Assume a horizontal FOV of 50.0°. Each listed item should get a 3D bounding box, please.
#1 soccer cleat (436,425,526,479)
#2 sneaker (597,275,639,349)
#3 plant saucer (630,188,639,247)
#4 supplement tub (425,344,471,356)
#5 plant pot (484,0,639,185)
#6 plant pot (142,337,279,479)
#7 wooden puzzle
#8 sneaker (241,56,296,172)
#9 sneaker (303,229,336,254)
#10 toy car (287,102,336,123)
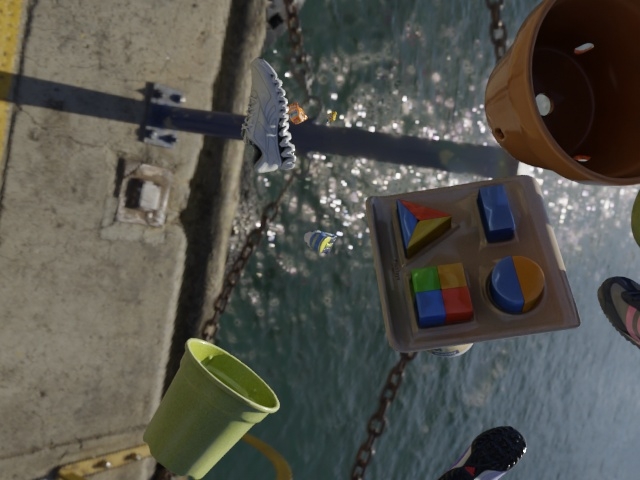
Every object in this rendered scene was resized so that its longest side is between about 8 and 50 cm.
[{"bbox_3d":[0.373,0.568,1.675,0.318,0.108,0.116,-31,153,-27],"label":"soccer cleat"},{"bbox_3d":[0.600,0.142,1.178,0.112,0.319,0.131,-8,129,-14],"label":"sneaker"},{"bbox_3d":[0.763,-0.066,1.429,0.241,0.037,0.241,-5,112,-13],"label":"plant saucer"},{"bbox_3d":[0.389,0.246,2.209,0.228,0.228,0.316,-66,154,-14],"label":"supplement tub"},{"bbox_3d":[0.376,-0.218,1.006,0.291,0.203,0.291,0,90,-15],"label":"plant pot"},{"bbox_3d":[-0.284,0.419,1.659,0.254,0.276,0.276,-53,144,1],"label":"plant pot"},{"bbox_3d":[0.273,0.025,1.253,0.080,0.348,0.322,85,-2,-61],"label":"wooden puzzle"},{"bbox_3d":[-0.140,-0.299,1.687,0.118,0.110,0.292,-17,118,-15],"label":"sneaker"},{"bbox_3d":[0.000,0.000,1.660,0.144,0.059,0.053,25,88,-77],"label":"sneaker"},{"bbox_3d":[-0.024,-0.320,1.736,0.060,0.122,0.040,71,19,-45],"label":"toy car"}]
